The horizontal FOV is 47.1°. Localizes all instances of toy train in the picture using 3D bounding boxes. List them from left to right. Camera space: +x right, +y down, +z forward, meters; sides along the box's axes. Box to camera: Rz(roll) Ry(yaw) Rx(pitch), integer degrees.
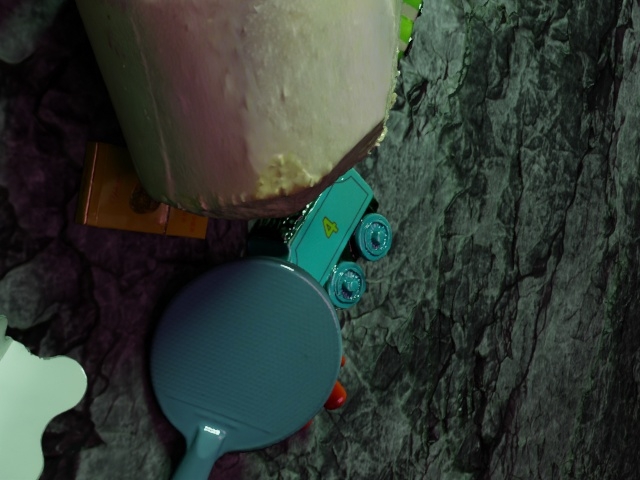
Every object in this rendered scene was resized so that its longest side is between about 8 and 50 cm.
[{"bbox_3d":[0.000,0.000,0.942,0.154,0.107,0.198,46,65,-33],"label":"toy train"}]

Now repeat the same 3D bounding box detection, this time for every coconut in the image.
[{"bbox_3d":[-0.066,-0.204,0.674,0.297,0.297,0.310,-35,134,-36],"label":"coconut"}]

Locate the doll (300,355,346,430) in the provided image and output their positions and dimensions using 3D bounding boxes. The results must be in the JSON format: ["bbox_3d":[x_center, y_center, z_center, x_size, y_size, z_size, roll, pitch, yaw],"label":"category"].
[{"bbox_3d":[-0.056,0.153,0.921,0.142,0.076,0.245,-34,126,2],"label":"doll"}]

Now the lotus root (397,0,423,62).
[{"bbox_3d":[0.001,-0.269,0.854,0.186,0.186,0.186,-12,107,-44],"label":"lotus root"}]

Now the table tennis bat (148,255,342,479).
[{"bbox_3d":[-0.102,0.171,0.843,0.215,0.044,0.329,23,102,-12],"label":"table tennis bat"}]

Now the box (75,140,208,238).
[{"bbox_3d":[-0.184,-0.051,0.793,0.155,0.023,0.087,8,95,-47],"label":"box"}]

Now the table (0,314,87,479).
[{"bbox_3d":[-0.311,0.163,0.618,0.166,0.166,0.198,48,57,-41],"label":"table"}]
